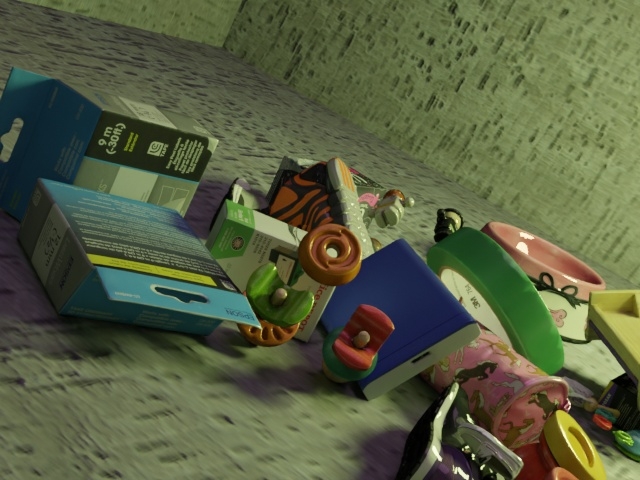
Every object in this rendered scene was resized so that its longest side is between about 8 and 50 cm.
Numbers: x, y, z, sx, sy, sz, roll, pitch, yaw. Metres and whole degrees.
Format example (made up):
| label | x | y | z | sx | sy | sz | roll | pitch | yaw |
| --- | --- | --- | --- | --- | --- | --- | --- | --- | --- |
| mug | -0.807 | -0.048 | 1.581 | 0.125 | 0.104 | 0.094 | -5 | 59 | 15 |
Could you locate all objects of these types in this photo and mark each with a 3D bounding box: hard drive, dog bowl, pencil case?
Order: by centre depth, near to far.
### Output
| label | x | y | z | sx | sy | sz | roll | pitch | yaw |
| --- | --- | --- | --- | --- | --- | --- | --- | --- | --- |
| hard drive | 0.114 | 0.123 | 1.712 | 0.040 | 0.210 | 0.319 | 61 | -3 | -30 |
| pencil case | 0.254 | 0.203 | 1.741 | 0.386 | 0.167 | 0.160 | 44 | -14 | 48 |
| dog bowl | 0.546 | 0.094 | 2.575 | 0.408 | 0.150 | 0.408 | 24 | 15 | -7 |

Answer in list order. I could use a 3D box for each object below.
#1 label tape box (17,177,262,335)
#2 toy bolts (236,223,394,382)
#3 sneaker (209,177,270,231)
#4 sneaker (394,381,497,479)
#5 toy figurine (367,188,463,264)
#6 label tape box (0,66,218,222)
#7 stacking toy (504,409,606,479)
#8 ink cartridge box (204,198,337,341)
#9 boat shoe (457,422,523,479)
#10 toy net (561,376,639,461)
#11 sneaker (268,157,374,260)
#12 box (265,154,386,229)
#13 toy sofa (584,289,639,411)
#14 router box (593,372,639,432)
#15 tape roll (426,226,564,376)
| label | x | y | z | sx | sy | sz | roll | pitch | yaw |
| --- | --- | --- | --- | --- | --- | --- | --- | --- | --- |
| label tape box | -0.272 | 0.052 | 1.471 | 0.249 | 0.115 | 0.348 | 14 | 22 | -37 |
| toy bolts | 0.003 | 0.115 | 1.557 | 0.228 | 0.158 | 0.218 | 40 | 60 | 5 |
| sneaker | -0.154 | -0.058 | 2.049 | 0.108 | 0.100 | 0.271 | 31 | 15 | -4 |
| sneaker | 0.190 | 0.308 | 1.427 | 0.124 | 0.107 | 0.283 | 36 | 23 | 2 |
| toy figurine | 0.189 | 0.005 | 2.175 | 0.209 | 0.213 | 0.148 | 22 | 27 | 4 |
| label tape box | -0.364 | -0.112 | 1.614 | 0.333 | 0.241 | 0.106 | 11 | 23 | -41 |
| stacking toy | 0.351 | 0.415 | 1.385 | 0.279 | 0.130 | 0.309 | 53 | 20 | 1 |
| ink cartridge box | -0.088 | 0.052 | 1.666 | 0.219 | 0.160 | 0.092 | 21 | 17 | -15 |
| boat shoe | 0.223 | 0.286 | 1.351 | 0.100 | 0.035 | 0.035 | 37 | 50 | 10 |
| toy net | 0.533 | 0.342 | 1.944 | 0.122 | 0.045 | 0.232 | 11 | 20 | -39 |
| sneaker | 0.000 | 0.000 | 2.051 | 0.124 | 0.180 | 0.321 | 39 | 35 | -56 |
| box | 0.009 | -0.086 | 2.267 | 0.142 | 0.163 | 0.247 | 34 | 18 | 30 |
| toy sofa | 0.661 | 0.239 | 2.040 | 0.150 | 0.177 | 0.362 | -2 | 18 | -2 |
| router box | 0.728 | 0.368 | 2.092 | 0.243 | 0.081 | 0.309 | 33 | 17 | 26 |
| tape roll | 0.322 | 0.129 | 1.879 | 0.321 | 0.077 | 0.321 | 53 | -12 | 17 |
